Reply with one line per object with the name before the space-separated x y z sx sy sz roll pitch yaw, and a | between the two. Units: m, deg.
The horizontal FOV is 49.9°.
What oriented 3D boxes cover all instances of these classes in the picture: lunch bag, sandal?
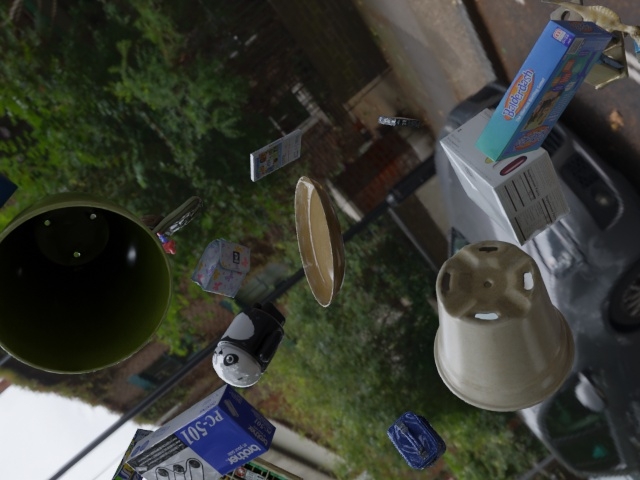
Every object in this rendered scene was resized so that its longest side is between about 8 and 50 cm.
lunch bag | 0.169 0.352 1.202 0.098 0.067 0.065 48 -172 34
lunch bag | -0.153 0.042 1.093 0.053 0.083 0.071 30 -175 39
sandal | -0.481 -0.042 2.007 0.086 0.302 0.120 50 163 5

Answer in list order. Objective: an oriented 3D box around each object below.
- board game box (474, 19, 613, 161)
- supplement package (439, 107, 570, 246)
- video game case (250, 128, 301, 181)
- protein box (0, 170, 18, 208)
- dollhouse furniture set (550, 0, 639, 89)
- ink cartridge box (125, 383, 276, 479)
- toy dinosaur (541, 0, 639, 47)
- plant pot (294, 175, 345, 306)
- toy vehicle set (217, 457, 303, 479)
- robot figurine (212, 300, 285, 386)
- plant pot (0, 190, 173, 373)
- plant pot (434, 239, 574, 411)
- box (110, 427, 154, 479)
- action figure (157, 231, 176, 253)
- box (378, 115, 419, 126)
board game box | 0.335 -0.225 1.035 0.047 0.210 0.160 42 -144 24
supplement package | 0.436 -0.155 1.639 0.204 0.145 0.262 54 -178 -37
video game case | -0.093 -0.179 1.446 0.011 0.122 0.087 50 157 22
protein box | -0.599 -0.071 0.994 0.136 0.201 0.200 28 169 45
dollhouse furniture set | 0.533 -0.378 1.231 0.129 0.183 0.129 8 -108 -33
ink cartridge box | -0.168 0.285 0.954 0.097 0.207 0.046 46 -150 -14
toy dinosaur | 0.460 -0.376 1.157 0.183 0.053 0.092 25 -179 7
plant pot | 0.000 0.000 1.236 0.236 0.032 0.237 171 90 -75
toy vehicle set | -0.196 0.650 1.810 0.266 0.166 0.035 21 -179 12
robot figurine | -0.221 0.321 2.156 0.173 0.278 0.209 29 147 4
plant pot | -0.407 0.026 1.143 0.275 0.275 0.293 48 177 -29
plant pot | 0.399 0.171 1.567 0.334 0.333 0.306 55 174 41
box | -0.486 0.584 1.810 0.169 0.054 0.059 -68 -28 -44
action figure | -0.329 0.010 1.465 0.030 0.038 0.115 53 165 -27
box | 0.197 -0.300 1.736 0.083 0.018 0.067 -3 -164 -35
